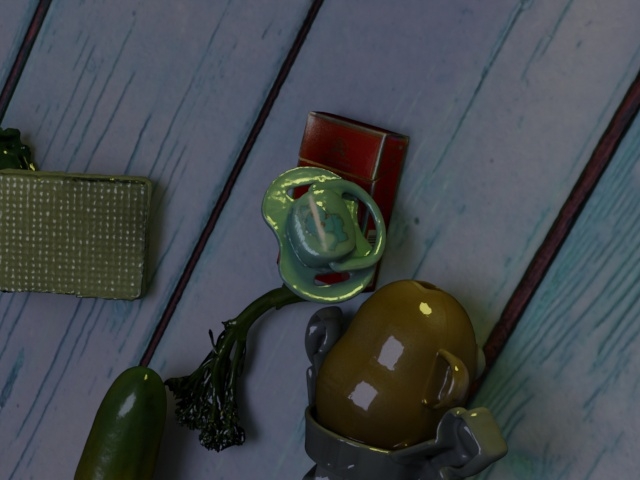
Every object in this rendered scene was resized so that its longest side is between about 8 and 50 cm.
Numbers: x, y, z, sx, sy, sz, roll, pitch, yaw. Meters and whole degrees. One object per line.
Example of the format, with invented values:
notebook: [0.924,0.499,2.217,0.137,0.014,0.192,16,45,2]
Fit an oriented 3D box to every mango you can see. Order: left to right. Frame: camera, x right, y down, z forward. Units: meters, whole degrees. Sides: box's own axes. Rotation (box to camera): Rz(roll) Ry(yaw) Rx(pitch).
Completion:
mango: [-0.231,0.246,1.977,0.091,0.137,0.237,18,104,-8]

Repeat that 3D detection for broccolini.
broccolini: [-0.080,0.141,1.881,0.271,0.062,0.123,-45,68,36]

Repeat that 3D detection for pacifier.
pacifier: [0.000,0.000,1.754,0.150,0.126,0.116,66,161,15]

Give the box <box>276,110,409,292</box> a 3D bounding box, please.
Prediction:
box: [0.023,-0.042,1.813,0.112,0.048,0.175,19,102,38]

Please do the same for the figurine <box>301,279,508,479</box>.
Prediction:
figurine: [0.069,0.178,1.701,0.342,0.167,0.285,20,104,38]

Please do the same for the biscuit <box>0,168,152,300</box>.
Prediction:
biscuit: [-0.328,-0.008,2.017,0.252,0.052,0.150,2,100,1]

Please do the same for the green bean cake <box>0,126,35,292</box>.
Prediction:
green bean cake: [-0.434,-0.040,2.102,0.107,0.193,0.208,-22,78,32]
